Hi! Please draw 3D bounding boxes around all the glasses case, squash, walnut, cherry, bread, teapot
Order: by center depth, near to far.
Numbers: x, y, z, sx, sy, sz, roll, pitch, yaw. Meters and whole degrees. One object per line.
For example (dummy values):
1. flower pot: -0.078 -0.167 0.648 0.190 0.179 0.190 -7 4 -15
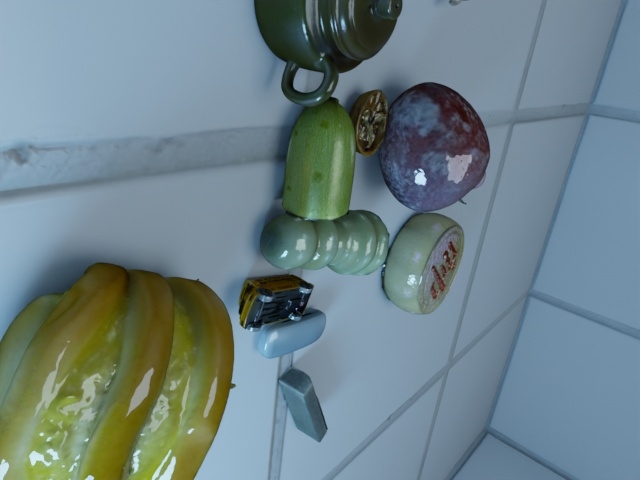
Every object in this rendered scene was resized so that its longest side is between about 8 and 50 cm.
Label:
1. bread: -0.238 0.187 0.552 0.270 0.211 0.316 24 87 -54
2. teapot: 0.026 -0.311 0.643 0.185 0.175 0.268 14 98 -52
3. squash: 0.005 -0.136 0.765 0.123 0.123 0.187 -17 123 -48
4. walnut: 0.079 -0.218 0.871 0.091 0.052 0.121 -8 114 -49
5. glasses case: -0.052 0.182 0.935 0.178 0.045 0.068 -8 115 -50
6. cherry: 0.228 -0.174 0.958 0.286 0.212 0.236 53 34 -28
7. glasses case: -0.033 0.365 1.046 0.047 0.070 0.205 -45 139 -34

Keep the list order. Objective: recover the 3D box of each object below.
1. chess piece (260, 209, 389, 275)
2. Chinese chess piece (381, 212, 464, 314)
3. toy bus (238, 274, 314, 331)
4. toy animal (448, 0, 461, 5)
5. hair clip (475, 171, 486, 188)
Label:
1. chess piece: 0.000 0.000 0.843 0.243 0.133 0.133 3 107 -46
2. Chinese chess piece: 0.273 0.060 1.240 0.270 0.112 0.270 -31 133 -41
3. toy bus: -0.085 0.101 0.821 0.162 0.074 0.070 -2 119 -55
4. toy animal: 0.280 -0.538 0.928 0.150 0.083 0.089 55 42 -33
5. hair clip: 0.365 -0.184 1.290 0.138 0.102 0.123 -13 123 -11
